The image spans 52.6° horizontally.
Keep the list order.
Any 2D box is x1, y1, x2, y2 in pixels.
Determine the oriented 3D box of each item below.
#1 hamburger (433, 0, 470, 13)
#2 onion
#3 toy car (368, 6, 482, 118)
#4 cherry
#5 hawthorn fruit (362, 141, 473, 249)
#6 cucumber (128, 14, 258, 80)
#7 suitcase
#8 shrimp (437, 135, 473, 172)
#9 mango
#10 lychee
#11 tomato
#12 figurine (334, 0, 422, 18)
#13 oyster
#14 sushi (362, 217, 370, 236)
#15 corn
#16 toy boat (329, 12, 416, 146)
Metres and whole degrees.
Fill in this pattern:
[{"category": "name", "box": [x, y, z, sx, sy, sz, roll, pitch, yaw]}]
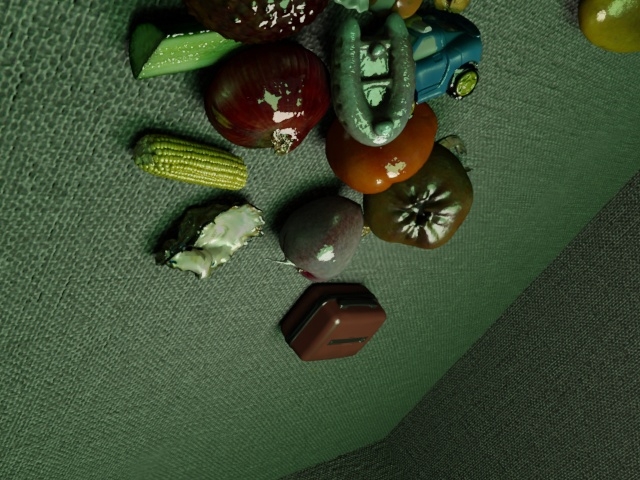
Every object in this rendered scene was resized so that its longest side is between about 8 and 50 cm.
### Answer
[{"category": "hamburger", "box": [0.257, -0.506, 1.216, 0.147, 0.083, 0.138, 4, 98, -80]}, {"category": "onion", "box": [-0.087, -0.252, 1.162, 0.248, 0.161, 0.248, -36, 159, -16]}, {"category": "toy car", "box": [0.166, -0.359, 1.270, 0.314, 0.198, 0.166, -25, 139, -21]}, {"category": "cherry", "box": [0.000, 0.000, 1.598, 0.266, 0.183, 0.213, -40, 161, -5]}, {"category": "hawthorn fruit", "box": [0.240, -0.126, 1.614, 0.267, 0.301, 0.268, 3, 121, 6]}, {"category": "cucumber", "box": [-0.184, -0.331, 1.046, 0.244, 0.063, 0.115, -21, 171, -37]}, {"category": "suitcase", "box": [0.045, 0.256, 2.036, 0.297, 0.161, 0.236, 6, 128, -50]}, {"category": "shrimp", "box": [0.372, -0.231, 1.825, 0.223, 0.047, 0.126, 3, 121, -48]}, {"category": "mango", "box": [0.787, -0.590, 1.619, 0.365, 0.182, 0.253, -15, 144, -36]}, {"category": "lychee", "box": [-0.094, -0.394, 0.863, 0.260, 0.260, 0.260, -27, 149, -18]}, {"category": "tomato", "box": [0.127, -0.224, 1.392, 0.260, 0.260, 0.180, -42, 118, 7]}, {"category": "figurine", "box": [0.089, -0.454, 1.104, 0.271, 0.143, 0.143, -5, 138, -46]}, {"category": "oyster", "box": [-0.242, 0.000, 1.443, 0.259, 0.092, 0.198, -38, 152, -18]}, {"category": "sushi", "box": [0.108, -0.038, 1.808, 0.099, 0.047, 0.050, -18, 137, 0]}, {"category": "corn", "box": [-0.240, -0.148, 1.235, 0.248, 0.081, 0.081, 7, 128, -51]}, {"category": "toy boat", "box": [0.097, -0.273, 1.127, 0.155, 0.085, 0.227, -9, 115, -14]}]
